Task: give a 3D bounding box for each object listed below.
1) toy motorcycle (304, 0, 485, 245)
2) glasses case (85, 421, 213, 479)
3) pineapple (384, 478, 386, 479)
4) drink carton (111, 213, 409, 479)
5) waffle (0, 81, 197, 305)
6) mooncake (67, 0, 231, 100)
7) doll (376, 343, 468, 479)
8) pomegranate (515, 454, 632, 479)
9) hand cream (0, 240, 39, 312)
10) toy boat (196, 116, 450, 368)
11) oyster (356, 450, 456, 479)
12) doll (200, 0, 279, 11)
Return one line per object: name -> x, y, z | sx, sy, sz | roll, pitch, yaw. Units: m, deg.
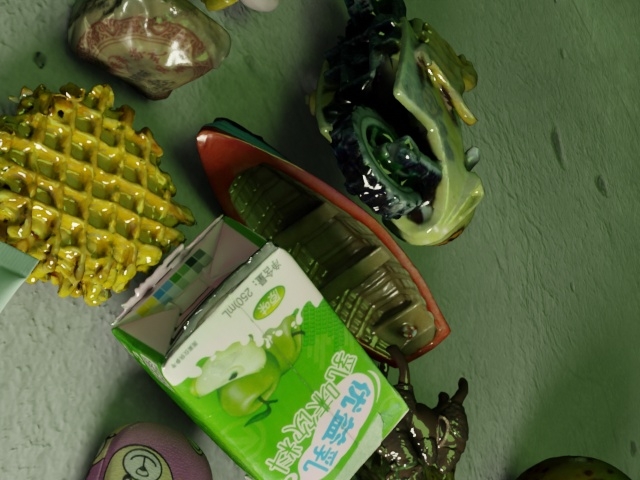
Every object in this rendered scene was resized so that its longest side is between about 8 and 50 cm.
toy motorcycle -> 0.096, -0.154, 1.112 | 0.237, 0.169, 0.410 | 48, 31, -37
glasses case -> -0.163, 0.306, 0.765 | 0.123, 0.076, 0.316 | 38, 52, -40
pineapple -> 0.077, 0.329, 0.987 | 0.193, 0.166, 0.166 | 59, 41, -19
drink carton -> -0.052, 0.125, 0.873 | 0.161, 0.108, 0.271 | -46, 125, -14
waffle -> -0.214, -0.045, 0.827 | 0.197, 0.070, 0.193 | 55, 43, -19
mooncake -> -0.162, -0.190, 0.888 | 0.130, 0.125, 0.073 | 27, 63, -39
doll -> 0.104, 0.200, 1.005 | 0.139, 0.057, 0.165 | 31, 41, -26
pomegranate -> 0.342, 0.424, 1.273 | 0.286, 0.231, 0.231 | 96, 15, -49
hand cream -> -0.323, 0.109, 0.648 | 0.109, 0.067, 0.320 | 25, 50, -4
toy boat -> 0.000, 0.000, 1.043 | 0.392, 0.136, 0.079 | 45, 18, -26
oyster -> 0.068, 0.229, 1.084 | 0.345, 0.079, 0.128 | 44, 56, -37
doll -> -0.051, -0.363, 1.107 | 0.365, 0.094, 0.160 | -38, 111, -49
